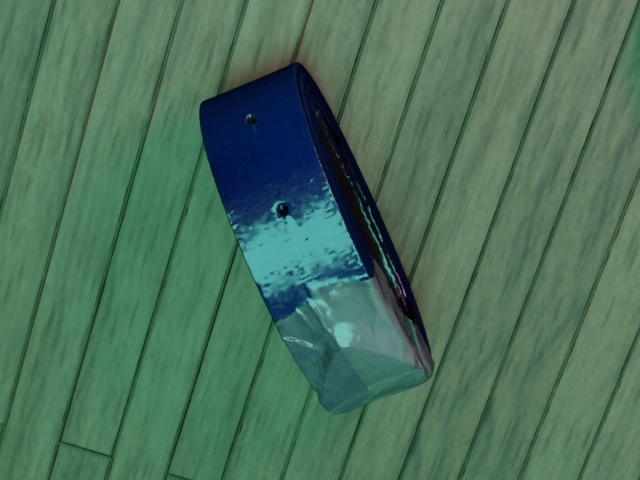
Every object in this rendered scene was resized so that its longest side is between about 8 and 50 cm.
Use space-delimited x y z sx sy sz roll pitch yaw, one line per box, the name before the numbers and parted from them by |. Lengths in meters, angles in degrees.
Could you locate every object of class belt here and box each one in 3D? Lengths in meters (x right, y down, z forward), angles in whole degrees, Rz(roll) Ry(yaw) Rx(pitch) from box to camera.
belt | 0.000 0.000 1.796 0.117 0.212 0.346 -22 104 10
